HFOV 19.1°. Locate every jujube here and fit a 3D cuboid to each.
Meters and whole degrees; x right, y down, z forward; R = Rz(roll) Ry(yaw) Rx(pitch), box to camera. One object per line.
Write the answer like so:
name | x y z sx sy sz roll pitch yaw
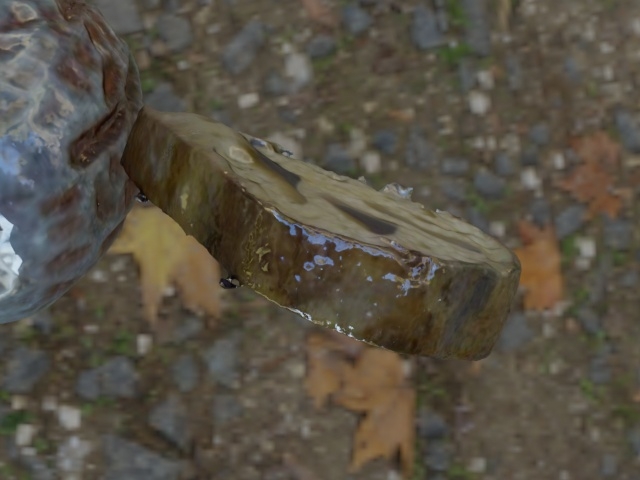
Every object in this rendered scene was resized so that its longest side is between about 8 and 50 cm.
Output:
jujube | -0.246 -0.072 1.403 0.308 0.246 0.215 -71 141 -56

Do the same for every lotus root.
lotus root | 0.000 0.000 1.183 0.261 0.170 0.074 22 106 -10
